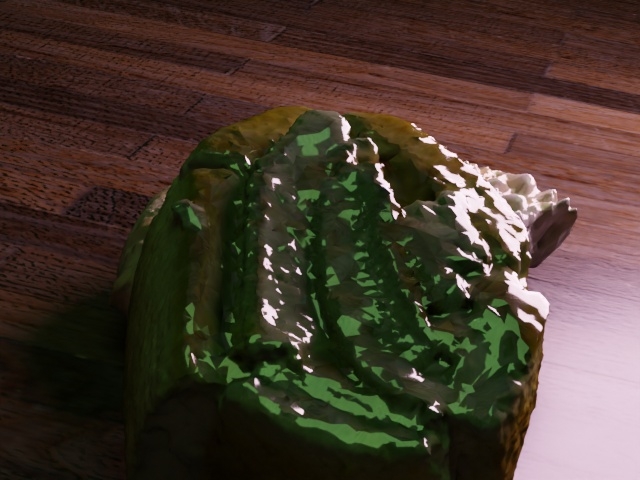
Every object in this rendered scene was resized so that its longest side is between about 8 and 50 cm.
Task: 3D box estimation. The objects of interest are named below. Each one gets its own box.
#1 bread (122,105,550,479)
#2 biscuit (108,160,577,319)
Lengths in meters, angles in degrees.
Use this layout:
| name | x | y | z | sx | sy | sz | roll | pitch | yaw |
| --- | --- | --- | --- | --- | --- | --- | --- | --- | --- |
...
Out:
| name | x | y | z | sx | sy | sz | roll | pitch | yaw |
| --- | --- | --- | --- | --- | --- | --- | --- | --- | --- |
| bread | 0.001 | 0.035 | 0.800 | 0.186 | 0.124 | 0.257 | 2 | 42 | -13 |
| biscuit | 0.000 | 0.000 | 1.018 | 0.281 | 0.084 | 0.179 | -14 | 35 | -32 |
